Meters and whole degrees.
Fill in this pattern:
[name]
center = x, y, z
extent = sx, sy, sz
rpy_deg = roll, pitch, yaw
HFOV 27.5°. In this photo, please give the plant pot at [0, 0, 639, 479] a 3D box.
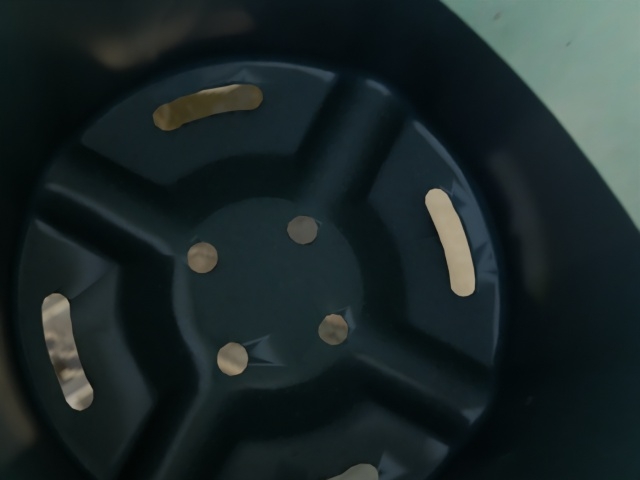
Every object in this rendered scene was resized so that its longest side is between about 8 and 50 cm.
[plant pot]
center = 0.000, 0.000, 0.479
extent = 0.341, 0.341, 0.334
rpy_deg = 56, 168, 4
